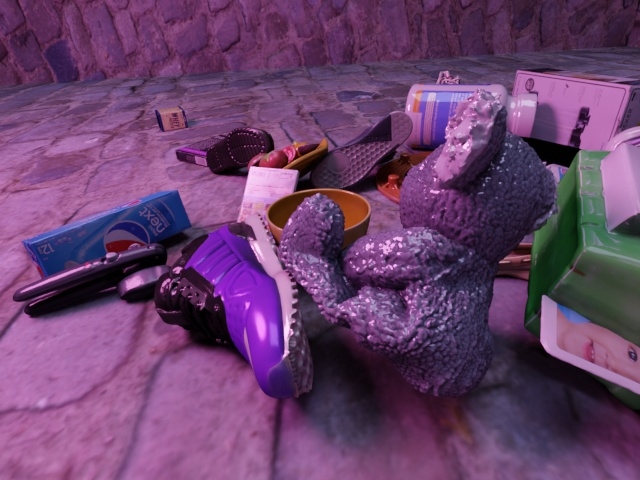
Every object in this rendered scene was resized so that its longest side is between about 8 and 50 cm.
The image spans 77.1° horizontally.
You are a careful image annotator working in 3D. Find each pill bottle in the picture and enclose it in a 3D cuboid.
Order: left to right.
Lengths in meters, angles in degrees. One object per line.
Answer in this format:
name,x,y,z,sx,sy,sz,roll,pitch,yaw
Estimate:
pill bottle,0.344,-0.285,0.937,0.272,0.152,0.152,10,33,20

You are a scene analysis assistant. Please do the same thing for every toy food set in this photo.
toy food set,-0.075,-0.149,0.764,0.218,0.071,0.128,-36,0,-42

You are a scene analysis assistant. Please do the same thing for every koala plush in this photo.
koala plush,0.114,-0.004,0.361,0.196,0.221,0.203,27,14,-41

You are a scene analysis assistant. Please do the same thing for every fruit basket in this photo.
fruit basket,0.383,0.042,0.350,0.353,0.165,0.327,18,43,19

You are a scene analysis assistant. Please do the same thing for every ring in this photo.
ring,0.277,-0.132,0.800,0.337,0.032,0.336,-2,30,1

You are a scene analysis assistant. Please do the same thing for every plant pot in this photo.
plant pot,0.000,0.000,0.537,0.134,0.095,0.134,-3,31,2

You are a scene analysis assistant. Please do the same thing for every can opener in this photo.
can opener,-0.290,0.048,0.521,0.186,0.059,0.073,-14,32,-18

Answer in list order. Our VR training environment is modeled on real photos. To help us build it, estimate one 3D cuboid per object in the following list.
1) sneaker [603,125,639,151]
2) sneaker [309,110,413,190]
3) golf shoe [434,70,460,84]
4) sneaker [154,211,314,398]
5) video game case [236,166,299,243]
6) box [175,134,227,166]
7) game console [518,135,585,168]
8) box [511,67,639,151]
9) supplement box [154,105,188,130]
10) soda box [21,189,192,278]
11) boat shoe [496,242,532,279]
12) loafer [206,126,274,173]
sneaker,0.501,-0.083,0.580,0.305,0.114,0.152,16,18,-19
sneaker,0.078,-0.172,0.842,0.226,0.086,0.163,-33,7,2
golf shoe,0.389,-0.436,1.227,0.105,0.120,0.272,-2,31,0
sneaker,-0.103,0.071,0.436,0.146,0.102,0.293,-16,27,-11
video game case,-0.087,-0.057,0.644,0.087,0.121,0.011,8,-11,19
box,-0.273,-0.236,1.041,0.116,0.029,0.162,17,37,30
game console,0.423,-0.098,0.679,0.213,0.043,0.361,11,33,-2
box,0.557,-0.280,0.893,0.087,0.169,0.290,-10,29,-15
supplement box,-0.489,-0.400,1.318,0.083,0.056,0.083,-17,33,-21
soda box,-0.309,-0.011,0.602,0.071,0.067,0.210,4,27,46
boat shoe,0.235,0.018,0.527,0.153,0.048,0.056,9,32,20
loafer,-0.166,-0.198,0.871,0.220,0.080,0.078,1,16,46
